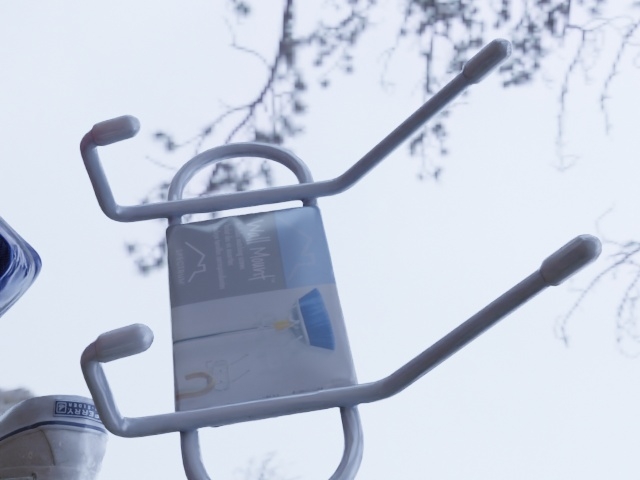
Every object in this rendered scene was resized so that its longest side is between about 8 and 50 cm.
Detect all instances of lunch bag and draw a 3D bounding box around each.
[{"bbox_3d":[-0.234,0.006,0.784,0.098,0.065,0.067,44,-92,10],"label":"lunch bag"}]

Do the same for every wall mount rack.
[{"bbox_3d":[0.000,0.000,0.794,0.350,0.304,0.130,-102,-177,-46],"label":"wall mount rack"}]

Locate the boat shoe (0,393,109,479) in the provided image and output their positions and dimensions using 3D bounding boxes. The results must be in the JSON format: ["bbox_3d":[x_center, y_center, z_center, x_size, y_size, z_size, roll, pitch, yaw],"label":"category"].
[{"bbox_3d":[-0.328,0.292,1.317,0.367,0.136,0.156,-33,-130,46],"label":"boat shoe"}]
